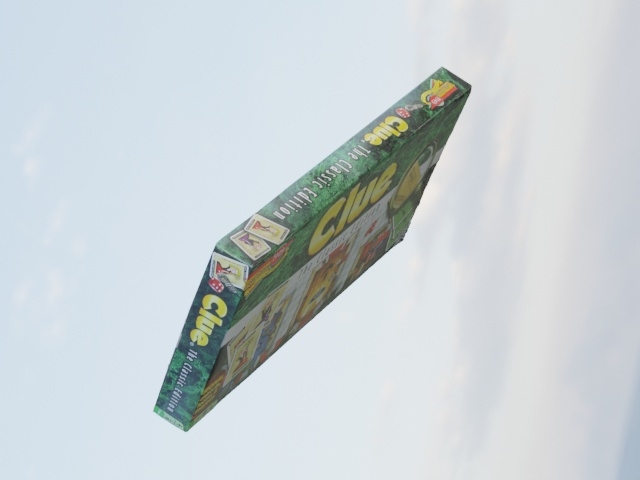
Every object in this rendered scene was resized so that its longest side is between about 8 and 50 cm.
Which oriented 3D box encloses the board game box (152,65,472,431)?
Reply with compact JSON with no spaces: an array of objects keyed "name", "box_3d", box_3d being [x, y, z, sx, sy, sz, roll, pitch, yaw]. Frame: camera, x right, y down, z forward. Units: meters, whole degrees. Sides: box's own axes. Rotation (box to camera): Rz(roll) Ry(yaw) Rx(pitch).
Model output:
[{"name":"board game box","box_3d":[0.000,0.000,1.094,0.260,0.030,0.136,-40,-23,-48]}]
